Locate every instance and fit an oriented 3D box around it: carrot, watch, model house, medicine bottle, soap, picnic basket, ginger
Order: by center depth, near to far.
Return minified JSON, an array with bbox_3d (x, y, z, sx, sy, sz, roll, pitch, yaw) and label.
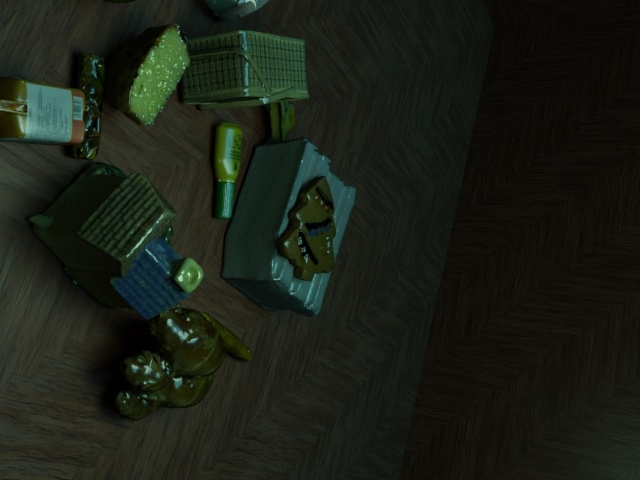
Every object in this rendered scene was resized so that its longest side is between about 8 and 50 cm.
[{"bbox_3d":[-0.564,-0.237,1.225,0.222,0.150,0.111,-5,99,-58],"label":"medicine bottle"},{"bbox_3d":[-0.386,-0.003,1.418,0.261,0.266,0.321,-56,133,-28],"label":"model house"},{"bbox_3d":[-0.495,-0.286,1.418,0.069,0.069,0.228,7,86,-59],"label":"carrot"},{"bbox_3d":[-0.356,0.285,1.564,0.274,0.152,0.357,-11,140,-39],"label":"ginger"},{"bbox_3d":[-0.242,-0.710,1.729,0.241,0.162,0.253,58,42,-27],"label":"watch"},{"bbox_3d":[-0.200,-0.431,1.735,0.313,0.228,0.175,-18,106,-58],"label":"picnic basket"},{"bbox_3d":[-0.257,-0.187,1.823,0.095,0.064,0.260,3,91,-65],"label":"medicine bottle"},{"bbox_3d":[-0.269,0.282,1.870,0.314,0.066,0.066,52,50,-51],"label":"carrot"},{"bbox_3d":[-0.096,-0.033,1.968,0.350,0.213,0.434,44,57,-54],"label":"soap"}]

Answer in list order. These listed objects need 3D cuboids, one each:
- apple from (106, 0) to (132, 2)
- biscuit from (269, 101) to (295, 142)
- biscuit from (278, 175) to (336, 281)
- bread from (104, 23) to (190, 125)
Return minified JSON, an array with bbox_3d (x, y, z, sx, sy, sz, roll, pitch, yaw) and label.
[{"bbox_3d":[-0.431,-0.590,1.374,0.157,0.196,0.196,-19,115,-19],"label":"apple"},{"bbox_3d":[-0.115,-0.388,2.004,0.183,0.039,0.174,-67,156,-59],"label":"biscuit"},{"bbox_3d":[-0.019,-0.037,1.854,0.278,0.043,0.301,17,80,-58],"label":"biscuit"},{"bbox_3d":[-0.404,-0.371,1.494,0.129,0.134,0.260,70,38,-51],"label":"bread"}]
